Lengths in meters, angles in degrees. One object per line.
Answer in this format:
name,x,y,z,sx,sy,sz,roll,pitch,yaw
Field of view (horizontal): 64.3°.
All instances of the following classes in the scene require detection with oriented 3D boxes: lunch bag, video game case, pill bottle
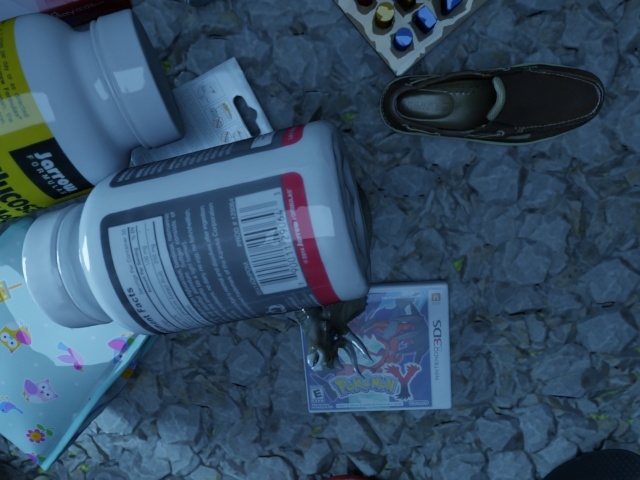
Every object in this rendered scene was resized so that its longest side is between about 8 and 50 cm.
lunch bag,-0.346,0.122,0.667,0.223,0.160,0.262,38,109,-3
video game case,0.075,0.148,0.701,0.202,0.023,0.183,-4,102,6
pill bottle,-0.120,-0.001,0.516,0.319,0.176,0.176,-11,101,11
pill bottle,-0.329,-0.121,0.539,0.334,0.188,0.187,-20,100,-4

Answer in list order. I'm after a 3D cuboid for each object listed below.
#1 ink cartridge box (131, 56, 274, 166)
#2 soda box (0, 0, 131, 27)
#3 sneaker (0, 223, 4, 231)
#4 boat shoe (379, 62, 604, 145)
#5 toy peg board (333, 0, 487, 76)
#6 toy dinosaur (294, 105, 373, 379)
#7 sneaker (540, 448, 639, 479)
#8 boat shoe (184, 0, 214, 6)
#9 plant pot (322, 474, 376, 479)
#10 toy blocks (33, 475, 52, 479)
ink cartridge box,-0.152,-0.127,0.656,0.179,0.045,0.145,-27,98,4
soda box,-0.375,-0.295,0.613,0.264,0.083,0.092,-13,101,9
sneaker,-0.550,-0.035,0.690,0.306,0.114,0.152,12,66,15
boat shoe,0.199,-0.153,0.584,0.258,0.095,0.095,-4,102,6
toy peg board,0.100,-0.301,0.569,0.161,0.079,0.160,-40,96,13
toy dinosaur,0.000,0.000,0.641,0.161,0.121,0.313,9,83,0
sneaker,0.356,0.405,0.700,0.270,0.090,0.145,-41,97,16
boat shoe,-0.071,-0.347,0.572,0.227,0.083,0.075,-20,101,10
plant pot,0.045,0.435,0.690,0.191,0.174,0.190,1,103,6
toy blocks,-0.385,0.563,0.716,0.309,0.260,0.288,24,103,0
